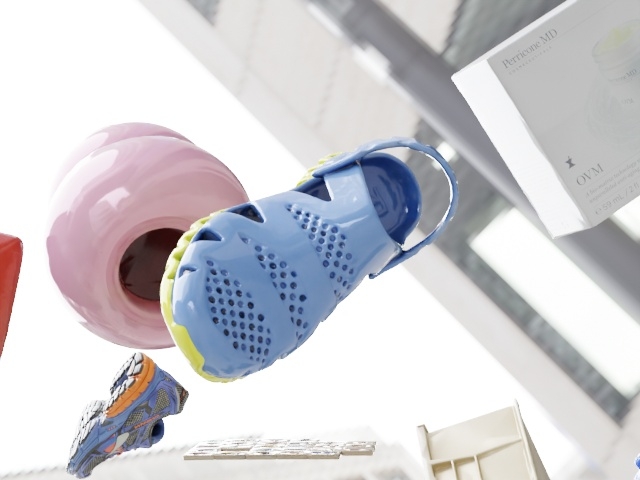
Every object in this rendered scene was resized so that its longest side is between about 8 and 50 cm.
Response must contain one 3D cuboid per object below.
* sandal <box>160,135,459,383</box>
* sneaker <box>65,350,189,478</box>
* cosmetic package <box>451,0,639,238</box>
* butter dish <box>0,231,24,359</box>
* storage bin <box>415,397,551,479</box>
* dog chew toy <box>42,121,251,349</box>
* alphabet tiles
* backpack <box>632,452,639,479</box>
[{"bbox_3d":[0.000,0.000,1.521,0.138,0.126,0.317,-21,15,45],"label":"sandal"},{"bbox_3d":[-0.227,0.219,2.259,0.221,0.087,0.083,-46,22,43],"label":"sneaker"},{"bbox_3d":[0.311,-0.159,2.202,0.224,0.225,0.138,-34,2,-14],"label":"cosmetic package"},{"bbox_3d":[-0.362,0.077,1.855,0.159,0.160,0.118,4,-27,5],"label":"butter dish"},{"bbox_3d":[0.220,0.361,2.159,0.123,0.260,0.262,-20,-55,9],"label":"storage bin"},{"bbox_3d":[-0.179,-0.025,1.926,0.206,0.332,0.207,-5,-69,-13],"label":"dog chew toy"},{"bbox_3d":[-0.047,0.270,2.525,0.198,0.237,0.009,2,-92,-85],"label":"alphabet tiles"},{"bbox_3d":[0.421,0.280,2.310,0.120,0.101,0.098,-8,-39,-54],"label":"backpack"}]
